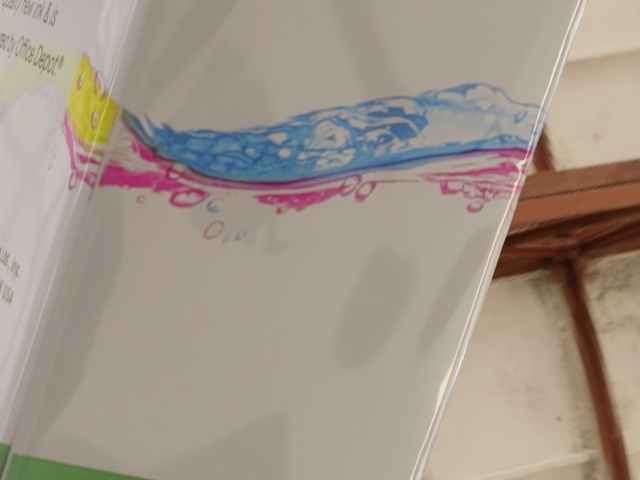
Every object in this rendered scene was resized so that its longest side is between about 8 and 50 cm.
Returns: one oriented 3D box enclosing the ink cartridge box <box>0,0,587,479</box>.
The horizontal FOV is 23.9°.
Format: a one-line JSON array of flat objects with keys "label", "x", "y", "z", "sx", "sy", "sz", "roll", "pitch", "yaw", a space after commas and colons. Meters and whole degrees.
[{"label": "ink cartridge box", "x": -0.038, "y": -0.034, "z": 0.438, "sx": 0.117, "sy": 0.201, "sz": 0.278, "roll": 16, "pitch": -84, "yaw": -26}]
